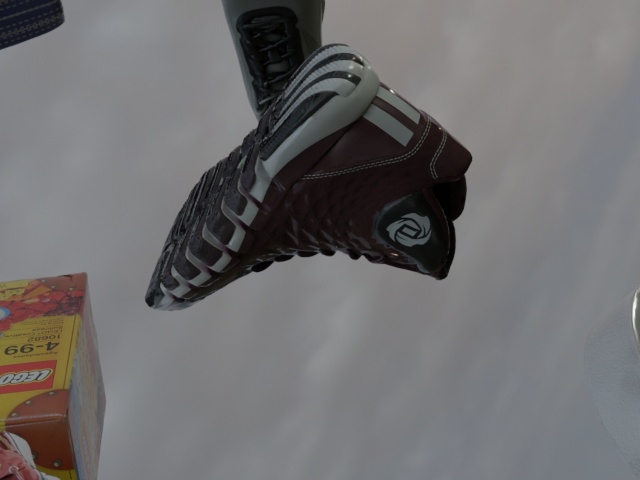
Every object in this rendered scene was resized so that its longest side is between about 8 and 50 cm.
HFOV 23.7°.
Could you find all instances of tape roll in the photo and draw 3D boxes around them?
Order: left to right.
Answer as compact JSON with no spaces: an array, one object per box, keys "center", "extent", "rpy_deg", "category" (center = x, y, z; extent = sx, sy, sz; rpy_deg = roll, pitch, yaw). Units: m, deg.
[{"center":[0.421,0.204,1.502],"extent":[0.072,0.392,0.392],"rpy_deg":[-47,-10,27],"category":"tape roll"}]

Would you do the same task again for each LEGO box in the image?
[{"center":[-0.504,0.220,1.706],"extent":[0.372,0.500,0.193],"rpy_deg":[-103,6,-67],"category":"LEGO box"}]

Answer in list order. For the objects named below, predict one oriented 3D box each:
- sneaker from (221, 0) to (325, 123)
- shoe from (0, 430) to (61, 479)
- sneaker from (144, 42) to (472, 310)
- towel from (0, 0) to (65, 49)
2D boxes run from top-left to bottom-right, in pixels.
[{"center":[-0.037,-0.186,1.507],"extent":[0.271,0.100,0.108],"rpy_deg":[73,-168,-56],"category":"sneaker"},{"center":[-0.247,0.176,1.115],"extent":[0.063,0.081,0.178],"rpy_deg":[-64,27,2],"category":"shoe"},{"center":[0.000,0.000,1.032],"extent":[0.281,0.162,0.106],"rpy_deg":[-43,23,48],"category":"sneaker"},{"center":[-0.375,-0.247,1.427],"extent":[0.243,0.040,0.336],"rpy_deg":[-19,-16,-8],"category":"towel"}]
